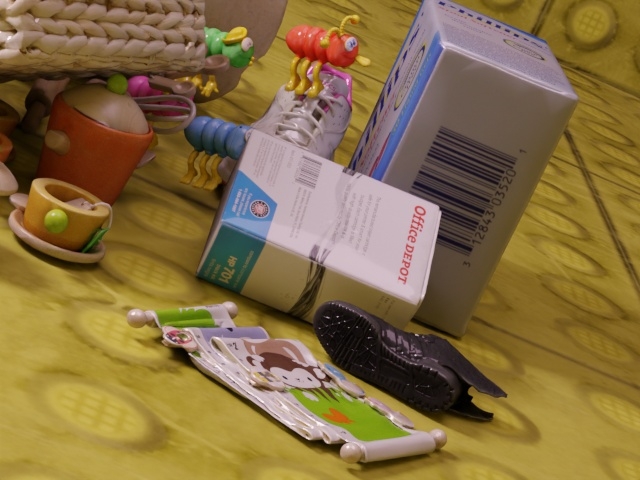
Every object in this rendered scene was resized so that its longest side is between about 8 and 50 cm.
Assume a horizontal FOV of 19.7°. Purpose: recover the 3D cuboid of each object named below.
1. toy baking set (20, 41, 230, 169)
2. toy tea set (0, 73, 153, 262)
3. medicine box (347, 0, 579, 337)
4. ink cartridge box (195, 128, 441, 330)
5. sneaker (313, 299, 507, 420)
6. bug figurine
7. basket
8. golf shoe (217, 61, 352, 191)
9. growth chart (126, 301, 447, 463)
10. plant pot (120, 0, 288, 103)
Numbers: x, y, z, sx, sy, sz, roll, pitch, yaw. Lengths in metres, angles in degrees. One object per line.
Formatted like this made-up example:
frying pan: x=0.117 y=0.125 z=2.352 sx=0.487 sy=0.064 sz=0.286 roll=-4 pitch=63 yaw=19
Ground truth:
toy baking set: x=-0.200 y=-0.150 z=1.831 sx=0.196 sy=0.030 sz=0.256 roll=-1 pitch=35 yaw=18
toy tea set: x=-0.246 y=-0.084 z=1.576 sx=0.200 sy=0.124 sz=0.336 roll=22 pitch=16 yaw=-10
medicine box: x=0.126 y=-0.085 z=1.872 sx=0.149 sy=0.263 sz=0.289 roll=23 pitch=16 yaw=-7
ink cartridge box: x=0.000 y=0.000 z=1.665 sx=0.190 sy=0.082 sz=0.140 roll=24 pitch=41 yaw=-7
sneaker: x=0.077 y=0.103 z=1.593 sx=0.170 sy=0.051 sz=0.089 roll=33 pitch=17 yaw=13
bug figurine: x=-0.088 y=-0.161 z=1.908 sx=0.216 sy=0.072 sz=0.279 roll=12 pitch=40 yaw=30
basket: x=-0.307 y=-0.279 z=1.671 sx=0.328 sy=0.266 sz=0.331 roll=-1 pitch=3 yaw=26
golf shoe: x=-0.032 y=-0.114 z=1.971 sx=0.115 sy=0.140 sz=0.306 roll=26 pitch=17 yaw=-1
growth chart: x=-0.022 y=0.112 z=1.469 sx=0.237 sy=0.021 sz=0.172 roll=31 pitch=16 yaw=20
plant pot: x=-0.212 y=-0.314 z=2.094 sx=0.305 sy=0.334 sz=0.334 roll=26 pitch=12 yaw=-37
